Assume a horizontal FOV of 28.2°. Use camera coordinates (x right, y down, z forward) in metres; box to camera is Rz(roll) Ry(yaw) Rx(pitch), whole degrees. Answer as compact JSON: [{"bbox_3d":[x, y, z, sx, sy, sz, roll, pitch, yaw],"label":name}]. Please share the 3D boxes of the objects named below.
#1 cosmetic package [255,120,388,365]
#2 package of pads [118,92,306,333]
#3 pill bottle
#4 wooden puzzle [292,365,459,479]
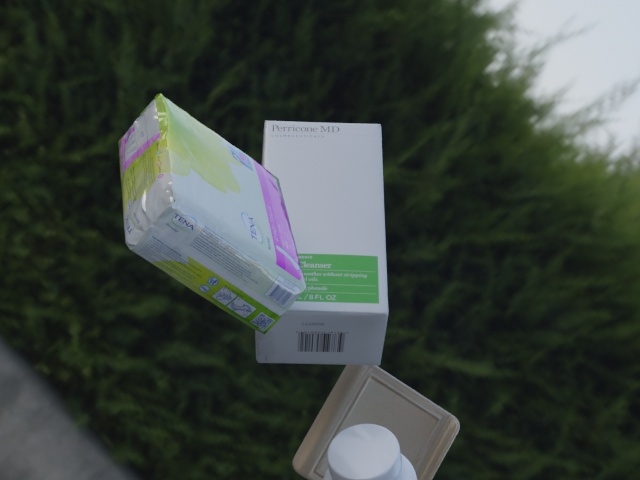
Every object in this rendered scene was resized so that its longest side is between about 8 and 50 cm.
[{"bbox_3d":[0.000,0.000,1.947,0.155,0.197,0.366,93,-4,-53],"label":"cosmetic package"},{"bbox_3d":[-0.146,-0.044,1.627,0.229,0.101,0.296,35,20,-28],"label":"package of pads"},{"bbox_3d":[0.076,0.380,1.820,0.136,0.136,0.246,-127,-160,-47],"label":"pill bottle"},{"bbox_3d":[0.094,0.344,2.164,0.238,0.221,0.044,34,-10,-20],"label":"wooden puzzle"}]
